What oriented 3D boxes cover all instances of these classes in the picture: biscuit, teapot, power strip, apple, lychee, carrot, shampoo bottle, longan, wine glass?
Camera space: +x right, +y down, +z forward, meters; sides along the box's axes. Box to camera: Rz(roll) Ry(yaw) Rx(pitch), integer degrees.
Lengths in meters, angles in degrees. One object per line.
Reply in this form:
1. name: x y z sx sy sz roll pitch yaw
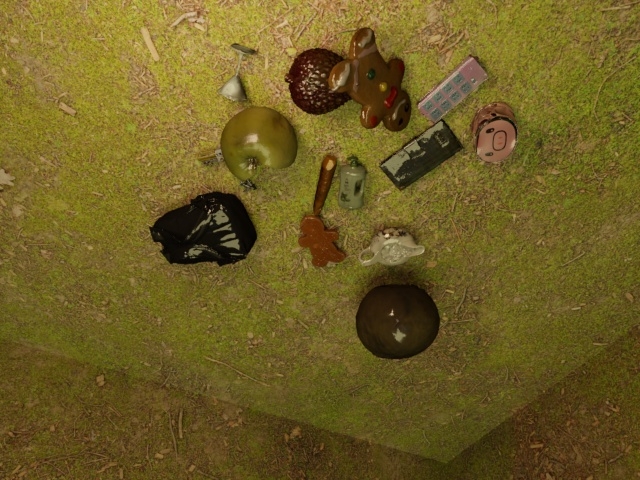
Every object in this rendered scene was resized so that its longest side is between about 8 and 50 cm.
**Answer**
1. biscuit: 0.000 -0.002 2.141 0.206 0.049 0.324 -15 131 21
2. teapot: 0.323 0.044 2.107 0.300 0.165 0.208 -23 136 7
3. power strip: 0.493 -0.564 1.687 0.109 0.037 0.279 37 121 -23
4. apple: -0.245 -0.385 1.727 0.295 0.257 0.233 -8 127 9
5. lychee: 0.005 -0.562 1.594 0.272 0.235 0.235 -3 129 -9
6. carrot: 0.008 -0.229 1.963 0.066 0.066 0.314 12 130 -7
7. shampoo bottle: 0.137 -0.251 1.921 0.118 0.087 0.234 4 128 2
8. biscuit: 0.220 -0.537 1.594 0.432 0.064 0.283 34 83 -45
9. longan: 0.383 0.390 2.219 0.404 0.403 0.436 15 150 -8
10. wine glass: -0.306 -0.619 1.648 0.122 0.122 0.182 16 121 -9

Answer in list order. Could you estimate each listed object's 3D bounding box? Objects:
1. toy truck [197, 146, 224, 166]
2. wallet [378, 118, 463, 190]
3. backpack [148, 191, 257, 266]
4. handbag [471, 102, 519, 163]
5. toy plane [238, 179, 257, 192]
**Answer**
1. toy truck: -0.455 -0.357 1.891 0.123 0.052 0.062 -12 120 14
2. wallet: 0.414 -0.347 1.858 0.317 0.044 0.169 -34 118 25
3. backpack: -0.541 -0.027 2.038 0.446 0.254 0.363 -14 120 17
4. handbag: 0.677 -0.418 1.743 0.179 0.116 0.205 -6 129 9
5. toy plane: -0.321 -0.243 1.986 0.083 0.031 0.078 14 128 -7
